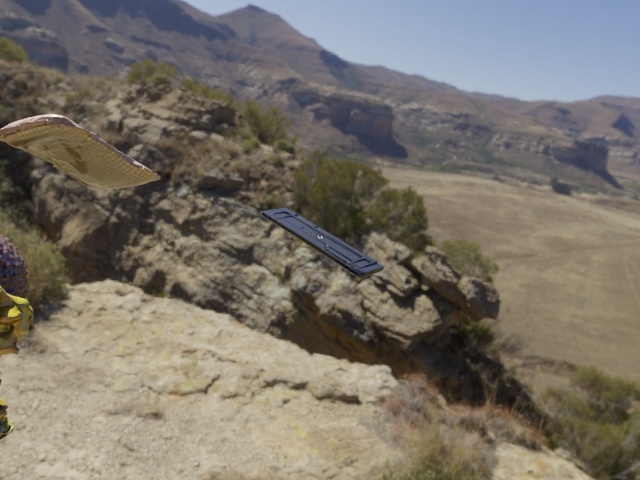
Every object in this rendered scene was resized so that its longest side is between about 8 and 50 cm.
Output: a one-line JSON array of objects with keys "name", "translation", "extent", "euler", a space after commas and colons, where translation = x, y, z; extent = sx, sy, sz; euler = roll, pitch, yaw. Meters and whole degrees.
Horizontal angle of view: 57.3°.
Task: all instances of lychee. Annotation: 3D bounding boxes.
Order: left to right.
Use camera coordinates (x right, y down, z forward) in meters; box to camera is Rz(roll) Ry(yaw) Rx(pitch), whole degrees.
[{"name": "lychee", "translation": [-0.609, 0.066, 1.005], "extent": [0.200, 0.199, 0.238], "euler": [8, 14, -12]}]

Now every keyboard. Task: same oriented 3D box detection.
[{"name": "keyboard", "translation": [0.000, 0.000, 0.891], "extent": [0.205, 0.013, 0.061], "euler": [31, 27, 29]}]

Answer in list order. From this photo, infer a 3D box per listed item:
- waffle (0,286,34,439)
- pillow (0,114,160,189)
[{"name": "waffle", "translation": [-0.434, 0.149, 0.633], "extent": [0.291, 0.290, 0.051], "euler": [-3, 20, -45]}, {"name": "pillow", "translation": [-0.345, -0.120, 0.845], "extent": [0.136, 0.034, 0.211], "euler": [-4, -19, 27]}]
